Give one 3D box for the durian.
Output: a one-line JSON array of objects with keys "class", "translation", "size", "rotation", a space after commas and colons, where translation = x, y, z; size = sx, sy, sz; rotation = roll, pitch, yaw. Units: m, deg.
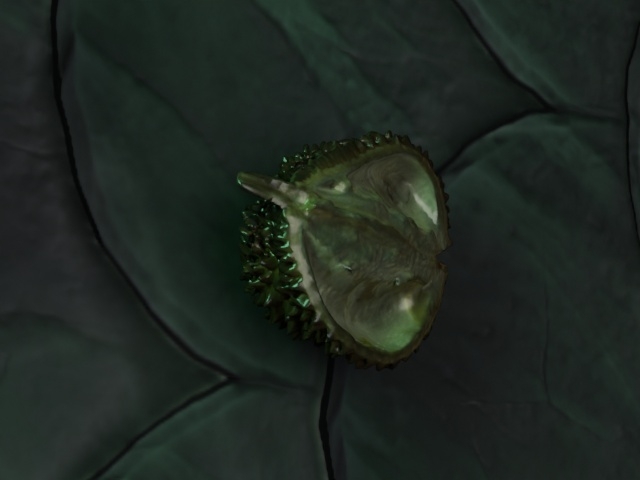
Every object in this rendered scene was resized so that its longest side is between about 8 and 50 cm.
[{"class": "durian", "translation": [0.000, 0.000, 1.175], "size": [0.188, 0.091, 0.148], "rotation": [32, 64, -49]}]
